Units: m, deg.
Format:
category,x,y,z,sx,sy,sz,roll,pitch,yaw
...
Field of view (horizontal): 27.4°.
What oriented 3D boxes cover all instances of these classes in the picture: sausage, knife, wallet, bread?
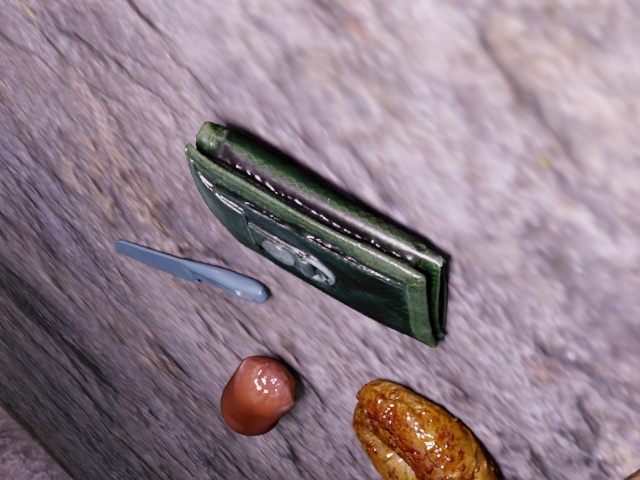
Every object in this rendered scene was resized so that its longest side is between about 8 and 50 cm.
category,x,y,z,sx,sy,sz,roll,pitch,yaw
sausage,-0.072,0.177,1.492,0.077,0.077,0.194,41,159,3
knife,-0.146,0.031,1.426,0.313,0.019,0.044,16,149,50
wallet,-0.002,0.002,1.089,0.236,0.055,0.160,32,163,20
bread,0.100,0.216,1.297,0.193,0.064,0.193,38,158,18

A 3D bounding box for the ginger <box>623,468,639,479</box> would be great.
category,x,y,z,sx,sy,sz,roll,pitch,yaw
ginger,0.320,0.338,1.023,0.375,0.176,0.256,44,142,-5
